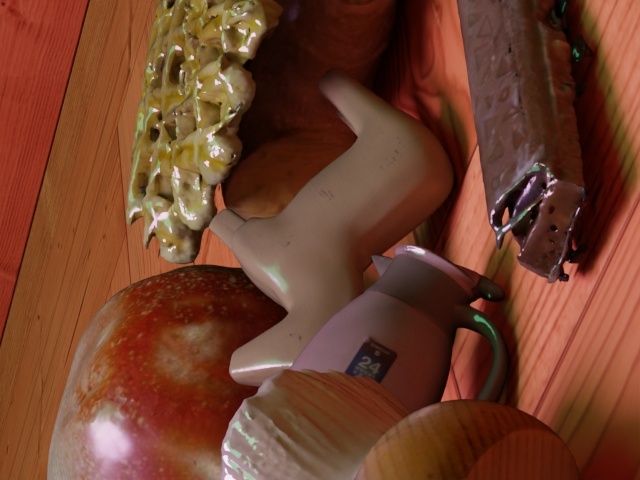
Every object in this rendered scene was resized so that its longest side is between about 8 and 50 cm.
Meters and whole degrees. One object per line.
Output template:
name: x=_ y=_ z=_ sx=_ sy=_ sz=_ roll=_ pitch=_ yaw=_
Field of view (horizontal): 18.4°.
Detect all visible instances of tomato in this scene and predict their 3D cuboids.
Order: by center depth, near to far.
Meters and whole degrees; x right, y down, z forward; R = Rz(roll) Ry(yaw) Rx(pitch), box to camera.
tomato: x=-0.092 y=0.165 z=1.555 sx=0.303 sy=0.239 sz=0.304 roll=-176 pitch=90 yaw=-77

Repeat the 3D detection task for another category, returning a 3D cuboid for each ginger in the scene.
ginger: x=-0.006 y=-0.162 z=1.649 sx=0.190 sy=0.126 sz=0.354 roll=-123 pitch=46 yaw=-59

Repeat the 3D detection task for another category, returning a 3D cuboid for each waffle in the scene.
waffle: x=-0.100 y=-0.152 z=1.624 sx=0.317 sy=0.073 sz=0.297 roll=-96 pitch=20 yaw=-51

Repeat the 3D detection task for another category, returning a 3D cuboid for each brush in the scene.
brush: x=0.040 y=0.212 z=1.130 sx=0.166 sy=0.174 sz=0.267 roll=6 pitch=95 yaw=38

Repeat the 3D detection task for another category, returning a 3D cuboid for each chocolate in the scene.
chocolate: x=0.125 y=-0.115 z=1.282 sx=0.329 sy=0.065 sz=0.102 roll=-95 pitch=20 yaw=-45

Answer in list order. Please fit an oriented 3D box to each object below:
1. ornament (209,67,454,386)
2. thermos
ornament: x=0.000 y=0.000 z=1.448 sx=0.230 sy=0.061 sz=0.245 roll=-41 pitch=38 yaw=-5
thermos: x=0.048 y=0.098 z=1.299 sx=0.193 sy=0.137 sz=0.105 roll=-57 pitch=-30 yaw=-19
